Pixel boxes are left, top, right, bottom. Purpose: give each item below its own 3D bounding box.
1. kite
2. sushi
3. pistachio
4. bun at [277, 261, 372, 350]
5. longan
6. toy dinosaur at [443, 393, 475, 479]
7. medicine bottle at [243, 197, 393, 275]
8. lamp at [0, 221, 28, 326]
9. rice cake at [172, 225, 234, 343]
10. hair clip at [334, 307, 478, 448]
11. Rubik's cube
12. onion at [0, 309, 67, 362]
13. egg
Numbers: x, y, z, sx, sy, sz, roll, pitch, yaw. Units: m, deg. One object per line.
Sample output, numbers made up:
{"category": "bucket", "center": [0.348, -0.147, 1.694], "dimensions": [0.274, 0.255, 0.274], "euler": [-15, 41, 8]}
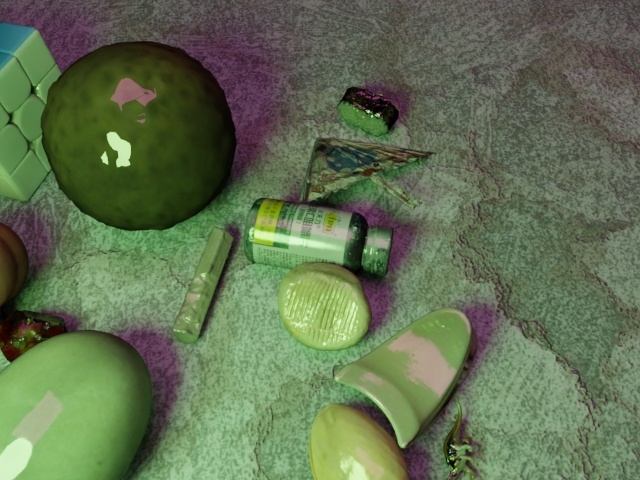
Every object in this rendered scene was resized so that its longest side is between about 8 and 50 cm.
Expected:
{"category": "kite", "center": [0.100, -0.168, 1.238], "dimensions": [0.406, 0.014, 0.368], "euler": [-23, 45, -28]}
{"category": "sushi", "center": [0.119, -0.323, 1.341], "dimensions": [0.150, 0.090, 0.078], "euler": [27, 66, 16]}
{"category": "pistachio", "center": [0.058, 0.363, 0.883], "dimensions": [0.145, 0.117, 0.200], "euler": [-30, 61, -30]}
{"category": "bun", "center": [0.008, 0.126, 1.032], "dimensions": [0.188, 0.111, 0.164], "euler": [13, 93, 7]}
{"category": "longan", "center": [-0.373, -0.214, 1.128], "dimensions": [0.391, 0.391, 0.391], "euler": [-1, 57, 1]}
{"category": "toy dinosaur", "center": [0.242, 0.363, 0.928], "dimensions": [0.058, 0.037, 0.180], "euler": [13, 59, 4]}
{"category": "medicine bottle", "center": [0.000, 0.000, 1.107], "dimensions": [0.293, 0.141, 0.141], "euler": [10, 58, 7]}
{"category": "lamp", "center": [-0.705, 0.090, 1.015], "dimensions": [0.305, 0.239, 0.305], "euler": [-23, 16, 7]}
{"category": "rice cake", "center": [-0.239, 0.086, 1.108], "dimensions": [0.052, 0.057, 0.256], "euler": [-6, 52, 29]}
{"category": "hair clip", "center": [0.183, 0.226, 0.984], "dimensions": [0.282, 0.113, 0.172], "euler": [-42, 63, -17]}
{"category": "Rubik's cube", "center": [-0.787, -0.311, 1.243], "dimensions": [0.292, 0.291, 0.290], "euler": [13, 59, 11]}
{"category": "onion", "center": [-0.551, 0.189, 1.024], "dimensions": [0.117, 0.118, 0.118], "euler": [20, 60, 1]}
{"category": "egg", "center": [-0.424, 0.309, 0.857], "dimensions": [0.258, 0.258, 0.352], "euler": [27, 63, 18]}
